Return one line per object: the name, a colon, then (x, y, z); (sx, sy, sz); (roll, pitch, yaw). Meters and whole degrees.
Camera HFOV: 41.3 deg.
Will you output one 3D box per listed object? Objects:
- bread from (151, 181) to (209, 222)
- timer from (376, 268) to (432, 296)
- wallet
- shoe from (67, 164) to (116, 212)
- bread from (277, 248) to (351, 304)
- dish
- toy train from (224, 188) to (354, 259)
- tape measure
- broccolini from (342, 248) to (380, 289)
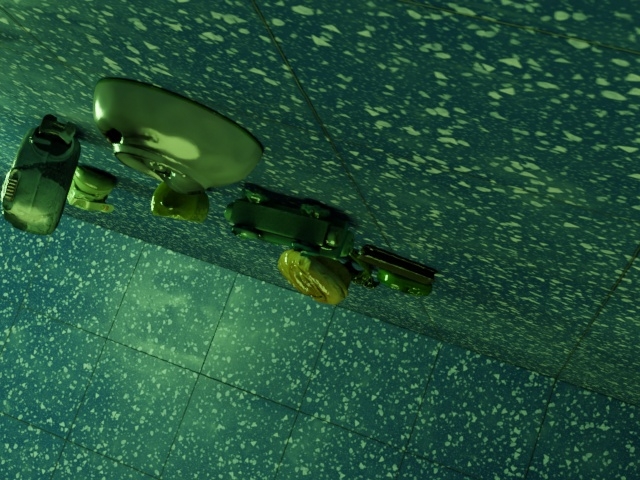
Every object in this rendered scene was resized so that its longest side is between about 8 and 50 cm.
bread: (-0.348, -0.099, 2.132); (0.129, 0.111, 0.114); (15, 174, 20)
timer: (0.222, 0.112, 2.266); (0.140, 0.047, 0.128); (15, -176, -15)
wallet: (0.196, 0.063, 2.160); (0.198, 0.031, 0.110); (20, 170, -4)
shoe: (-0.691, -0.153, 2.572); (0.140, 0.128, 0.262); (9, 178, -21)
bread: (-0.014, 0.094, 2.392); (0.198, 0.120, 0.236); (43, 166, -19)
dish: (-0.277, -0.165, 1.551); (0.324, 0.124, 0.324); (19, 170, 3)
toy train: (-0.066, -0.030, 1.941); (0.298, 0.120, 0.194); (15, 177, 26)
tape measure: (-0.671, -0.154, 2.037); (0.147, 0.275, 0.256); (18, 176, -15)
broccolini: (0.092, 0.065, 2.370); (0.123, 0.062, 0.271); (12, 162, 16)
